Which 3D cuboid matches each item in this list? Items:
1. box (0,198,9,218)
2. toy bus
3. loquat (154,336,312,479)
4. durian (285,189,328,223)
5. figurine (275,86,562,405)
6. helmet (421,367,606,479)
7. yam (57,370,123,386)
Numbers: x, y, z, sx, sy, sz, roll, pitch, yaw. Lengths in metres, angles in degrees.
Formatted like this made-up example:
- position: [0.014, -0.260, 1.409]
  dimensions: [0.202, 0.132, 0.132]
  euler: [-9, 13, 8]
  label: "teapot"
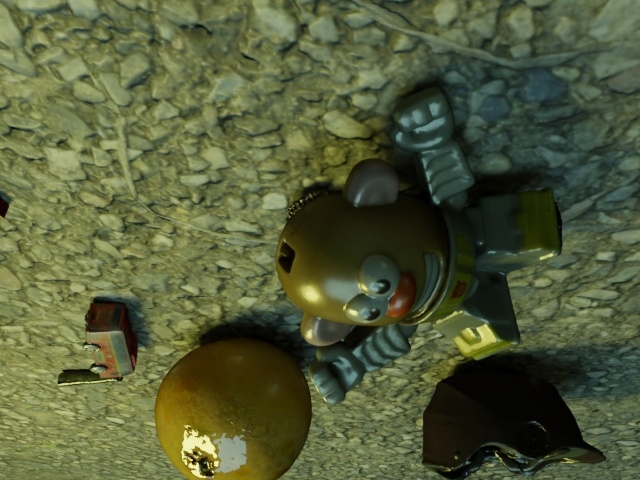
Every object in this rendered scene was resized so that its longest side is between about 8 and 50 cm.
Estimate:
- position: [-0.442, -0.042, 0.798]
  dimensions: [0.082, 0.023, 0.051]
  euler: [-12, 142, 21]
  label: "box"
- position: [-0.352, 0.171, 1.068]
  dimensions: [0.077, 0.065, 0.192]
  euler: [1, 147, -8]
  label: "toy bus"
- position: [-0.145, 0.285, 1.074]
  dimensions: [0.263, 0.263, 0.263]
  euler: [3, 146, 2]
  label: "loquat"
- position: [-0.002, 0.000, 0.780]
  dimensions: [0.110, 0.071, 0.140]
  euler: [21, 147, -23]
  label: "durian"
- position: [0.089, 0.023, 0.678]
  dimensions: [0.285, 0.342, 0.167]
  euler: [9, 180, -26]
  label: "figurine"
- position: [0.320, 0.314, 1.113]
  dimensions: [0.306, 0.177, 0.225]
  euler: [-8, 150, 5]
  label: "helmet"
- position: [-0.452, 0.269, 1.254]
  dimensions: [0.130, 0.033, 0.027]
  euler: [-6, 118, 6]
  label: "yam"
